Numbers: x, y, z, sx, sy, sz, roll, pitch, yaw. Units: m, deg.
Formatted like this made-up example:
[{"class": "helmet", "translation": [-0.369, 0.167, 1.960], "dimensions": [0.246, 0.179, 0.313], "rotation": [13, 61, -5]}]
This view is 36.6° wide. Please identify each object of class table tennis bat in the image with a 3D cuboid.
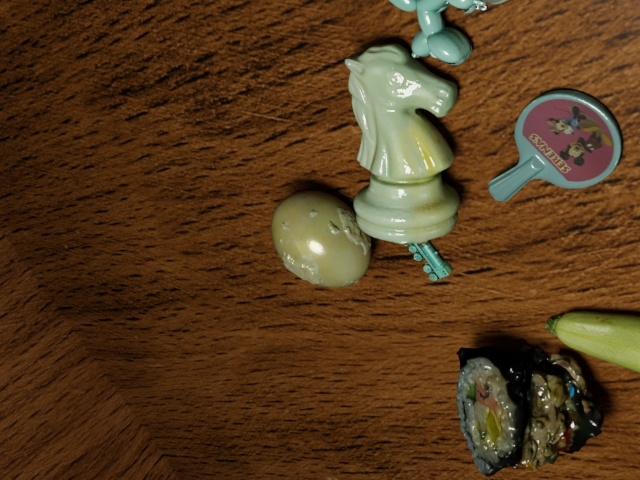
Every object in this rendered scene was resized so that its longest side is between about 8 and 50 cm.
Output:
[{"class": "table tennis bat", "translation": [0.334, -0.126, 1.421], "dimensions": [0.153, 0.040, 0.244], "rotation": [47, 139, -3]}]

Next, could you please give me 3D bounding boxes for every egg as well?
[{"class": "egg", "translation": [0.002, -0.002, 1.757], "dimensions": [0.201, 0.164, 0.164], "rotation": [40, 143, 1]}]

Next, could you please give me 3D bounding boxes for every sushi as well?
[{"class": "sushi", "translation": [0.358, 0.282, 1.664], "dimensions": [0.238, 0.218, 0.225], "rotation": [133, 130, -79]}]

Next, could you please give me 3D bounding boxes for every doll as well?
[{"class": "doll", "translation": [0.163, -0.323, 1.376], "dimensions": [0.158, 0.059, 0.159], "rotation": [51, 142, -7]}]

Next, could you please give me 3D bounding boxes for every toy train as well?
[{"class": "toy train", "translation": [0.193, 0.031, 1.708], "dimensions": [0.045, 0.029, 0.092], "rotation": [-29, 101, 45]}]

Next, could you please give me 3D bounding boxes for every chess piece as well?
[{"class": "chess piece", "translation": [0.130, -0.159, 1.512], "dimensions": [0.175, 0.175, 0.298], "rotation": [13, 120, 36]}]

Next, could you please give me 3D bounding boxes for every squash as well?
[{"class": "squash", "translation": [0.448, 0.152, 1.543], "dimensions": [0.224, 0.094, 0.094], "rotation": [9, 131, 49]}]

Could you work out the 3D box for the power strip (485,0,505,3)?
[{"class": "power strip", "translation": [0.230, -0.424, 1.103], "dimensions": [0.193, 0.059, 0.265], "rotation": [-20, 72, 51]}]
